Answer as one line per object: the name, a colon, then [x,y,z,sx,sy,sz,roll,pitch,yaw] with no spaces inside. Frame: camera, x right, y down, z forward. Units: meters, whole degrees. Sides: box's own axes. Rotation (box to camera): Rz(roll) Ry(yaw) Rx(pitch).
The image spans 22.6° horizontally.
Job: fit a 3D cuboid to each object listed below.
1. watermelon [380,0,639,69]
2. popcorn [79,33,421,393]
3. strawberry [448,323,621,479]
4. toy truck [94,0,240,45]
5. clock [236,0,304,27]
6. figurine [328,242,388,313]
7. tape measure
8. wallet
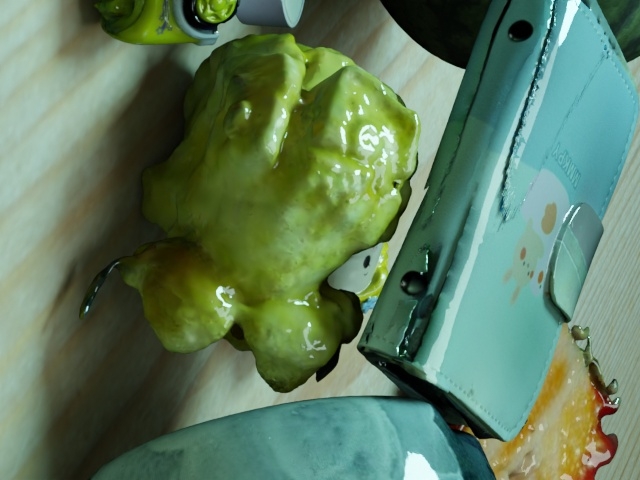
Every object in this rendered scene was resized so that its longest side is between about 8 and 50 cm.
watermelon: [0.154,-0.261,1.080,0.279,0.279,0.359,-35,139,-59]
popcorn: [-0.036,-0.024,0.931,0.173,0.168,0.195,22,96,-46]
strawberry: [0.155,0.186,1.510,0.253,0.150,0.280,37,68,-44]
toy truck: [-0.088,-0.158,0.839,0.077,0.076,0.111,-9,115,-25]
clock: [-0.012,-0.227,0.907,0.172,0.064,0.198,79,16,-68]
figurine: [0.000,0.000,1.122,0.115,0.094,0.156,-118,-150,-60]
tape measure: [-0.027,0.182,0.936,0.256,0.275,0.147,30,44,-62]
wallet: [0.113,-0.016,0.961,0.176,0.075,0.250,44,65,-58]
